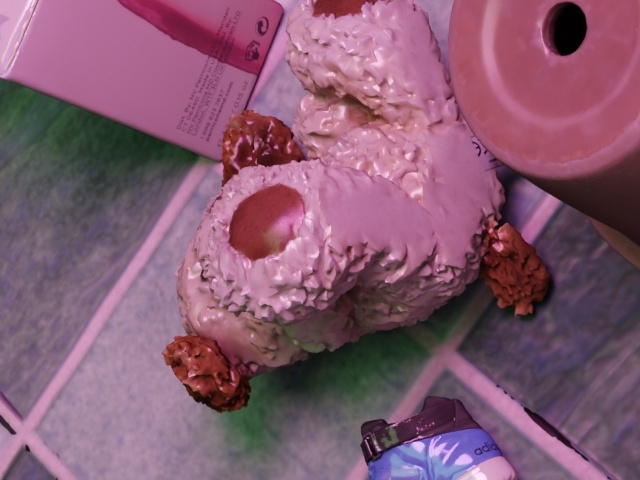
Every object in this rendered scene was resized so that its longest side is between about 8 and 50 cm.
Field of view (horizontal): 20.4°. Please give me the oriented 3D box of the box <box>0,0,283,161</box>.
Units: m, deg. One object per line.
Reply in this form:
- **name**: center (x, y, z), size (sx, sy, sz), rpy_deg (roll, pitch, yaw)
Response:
- **box**: center (-0.162, -0.157, 1.216), size (0.149, 0.232, 0.127), rpy_deg (24, 92, 34)

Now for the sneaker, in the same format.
- **sneaker**: center (0.041, 0.159, 1.107), size (0.152, 0.058, 0.084), rpy_deg (-40, 65, 13)

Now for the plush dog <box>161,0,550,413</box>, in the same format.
- **plush dog**: center (0.000, 0.000, 1.132), size (0.225, 0.210, 0.262), rpy_deg (-24, 37, 41)

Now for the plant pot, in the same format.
- **plant pot**: center (0.191, -0.099, 0.946), size (0.263, 0.229, 0.263), rpy_deg (-4, 84, 44)
